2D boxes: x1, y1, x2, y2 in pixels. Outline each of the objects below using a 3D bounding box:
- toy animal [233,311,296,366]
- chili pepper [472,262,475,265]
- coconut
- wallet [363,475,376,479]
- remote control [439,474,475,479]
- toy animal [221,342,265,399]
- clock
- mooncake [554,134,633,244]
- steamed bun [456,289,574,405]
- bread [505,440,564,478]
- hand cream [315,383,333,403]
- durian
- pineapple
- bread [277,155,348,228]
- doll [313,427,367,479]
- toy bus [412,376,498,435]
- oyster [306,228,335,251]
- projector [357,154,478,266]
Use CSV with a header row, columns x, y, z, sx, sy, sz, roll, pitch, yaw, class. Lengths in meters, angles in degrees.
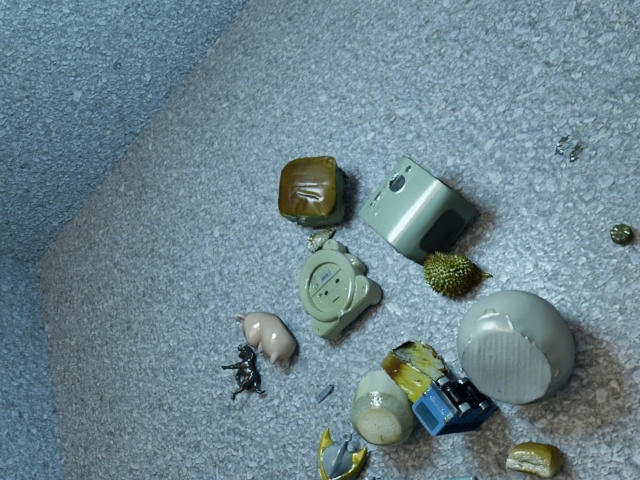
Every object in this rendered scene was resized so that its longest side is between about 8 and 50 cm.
x,y,z,sx,sy,sz,roll,pitch,yaw,class
-0.199,0.354,2.106,0.250,0.166,0.154,27,83,36,toy animal
0.450,0.074,1.765,0.083,0.022,0.027,22,122,41,chili pepper
0.196,0.506,1.702,0.202,0.222,0.202,6,110,15,coconut
0.170,0.850,1.676,0.170,0.069,0.231,-62,40,27,wallet
0.371,0.709,1.587,0.162,0.029,0.061,-26,57,30,remote control
-0.297,0.514,2.178,0.148,0.084,0.233,-44,48,17,toy animal
0.046,0.169,2.008,0.284,0.114,0.309,-46,49,19,clock
0.769,-0.144,1.566,0.150,0.057,0.347,-40,58,5,mooncake
0.523,0.261,1.489,0.309,0.309,0.309,-15,65,35,steamed bun
0.553,0.563,1.439,0.125,0.106,0.082,-1,74,37,bread
0.013,0.535,1.957,0.093,0.019,0.030,-47,49,20,hand cream
0.418,0.114,1.707,0.208,0.102,0.146,2,110,5,durian
0.281,0.384,1.674,0.236,0.186,0.114,-98,30,-65,pineapple
-0.024,-0.186,2.116,0.279,0.225,0.250,-1,74,35,bread
0.033,0.765,1.800,0.145,0.103,0.316,24,97,45,doll
0.375,0.462,1.545,0.133,0.234,0.116,-56,48,19,toy bus
0.001,0.000,2.159,0.132,0.029,0.086,-11,73,33,oyster
0.311,-0.091,1.786,0.249,0.248,0.248,-53,49,12,projector
